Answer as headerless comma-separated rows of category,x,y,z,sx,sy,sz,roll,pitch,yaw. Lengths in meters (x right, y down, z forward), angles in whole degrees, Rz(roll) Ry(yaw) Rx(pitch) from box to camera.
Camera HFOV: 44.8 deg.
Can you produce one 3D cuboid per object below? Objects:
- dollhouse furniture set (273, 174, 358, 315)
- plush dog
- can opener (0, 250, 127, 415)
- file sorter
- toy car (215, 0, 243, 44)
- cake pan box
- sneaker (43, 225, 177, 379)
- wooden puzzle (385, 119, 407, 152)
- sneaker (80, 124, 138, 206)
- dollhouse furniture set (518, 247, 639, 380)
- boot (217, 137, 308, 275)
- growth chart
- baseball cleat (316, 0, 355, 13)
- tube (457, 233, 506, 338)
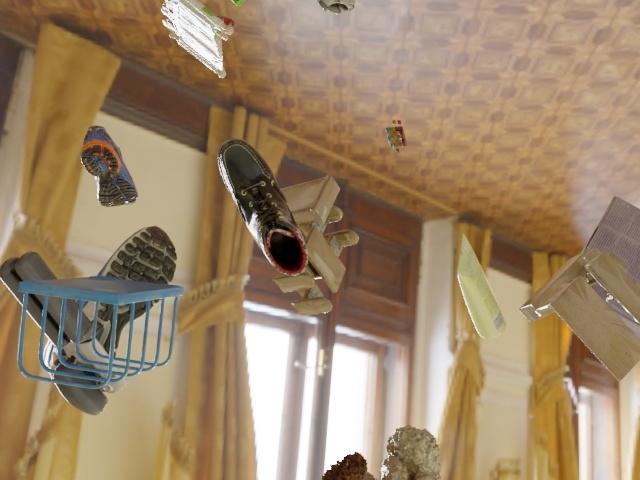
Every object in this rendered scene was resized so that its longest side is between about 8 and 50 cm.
dollhouse furniture set,0.000,0.000,1.653,0.160,0.212,0.242,-12,128,34
plush dog,0.086,0.461,1.312,0.225,0.211,0.263,7,121,-14
can opener,-0.407,0.153,1.217,0.075,0.095,0.284,-15,120,26
file sorter,-0.248,0.100,0.891,0.118,0.105,0.170,6,180,13
toy car,-0.222,-0.559,1.853,0.053,0.225,0.239,37,-164,-4
cake pan box,0.618,0.065,1.482,0.245,0.267,0.070,31,149,12
sneaker,-0.392,0.106,1.400,0.147,0.330,0.130,13,153,49
wooden puzzle,0.181,-0.249,1.861,0.049,0.083,0.006,1,-156,44
sneaker,-0.417,-0.145,1.553,0.083,0.087,0.221,-8,147,-5
dollhouse furniture set,0.363,0.098,1.034,0.123,0.144,0.151,48,164,5
boot,-0.093,-0.057,1.304,0.085,0.237,0.178,-27,-164,-5
growth chart,-0.236,-0.396,1.467,0.172,0.021,0.237,42,166,1
baseball cleat,0.053,-0.552,1.669,0.109,0.206,0.072,53,149,-10
tube,0.301,0.097,1.499,0.062,0.070,0.240,-35,132,-4
